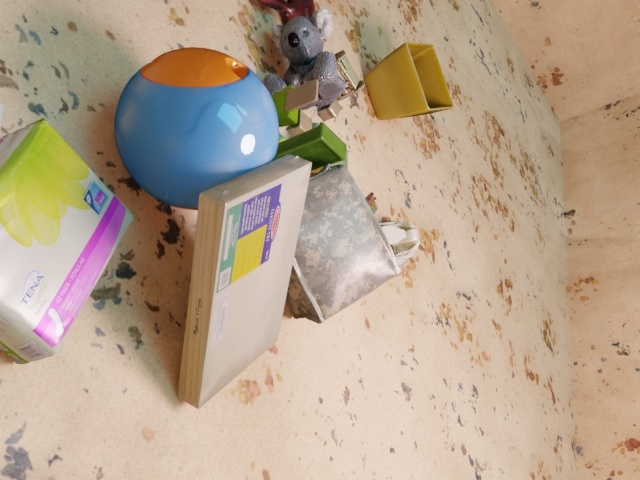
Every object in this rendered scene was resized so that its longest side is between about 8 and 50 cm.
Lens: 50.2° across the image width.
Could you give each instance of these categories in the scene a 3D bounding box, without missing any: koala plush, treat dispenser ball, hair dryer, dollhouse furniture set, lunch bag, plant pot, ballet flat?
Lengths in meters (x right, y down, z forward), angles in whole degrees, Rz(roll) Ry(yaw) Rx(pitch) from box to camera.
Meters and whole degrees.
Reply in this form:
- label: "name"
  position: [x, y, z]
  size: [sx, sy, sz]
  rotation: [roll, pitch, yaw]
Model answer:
- label: "koala plush"
  position: [-0.039, -0.456, 1.704]
  size: [0.203, 0.196, 0.221]
  rotation: [0, 75, -67]
- label: "treat dispenser ball"
  position: [-0.218, -0.196, 1.220]
  size: [0.288, 0.288, 0.288]
  rotation: [29, 53, -46]
- label: "hair dryer"
  position: [-0.106, -0.612, 1.792]
  size: [0.223, 0.080, 0.293]
  rotation: [-43, 105, -38]
- label: "dollhouse furniture set"
  position: [0.021, -0.447, 1.844]
  size: [0.182, 0.101, 0.161]
  rotation: [52, 38, -27]
- label: "lunch bag"
  position: [0.000, 0.000, 1.485]
  size: [0.235, 0.169, 0.287]
  rotation: [-30, 103, -24]
- label: "plant pot"
  position: [0.264, -0.477, 2.127]
  size: [0.212, 0.187, 0.212]
  rotation: [-21, 92, -57]
- label: "dollhouse furniture set"
  position: [0.030, -0.221, 1.615]
  size: [0.301, 0.151, 0.197]
  rotation: [36, 47, -45]
- label: "ballet flat"
  position: [0.192, 0.003, 1.856]
  size: [0.400, 0.139, 0.139]
  rotation: [-2, 77, -56]

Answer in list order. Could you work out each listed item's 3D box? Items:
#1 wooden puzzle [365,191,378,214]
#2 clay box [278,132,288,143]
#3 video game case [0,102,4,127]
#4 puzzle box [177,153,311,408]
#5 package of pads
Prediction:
- label: "wooden puzzle"
  position: [0.144, -0.101, 1.944]
  size: [0.049, 0.006, 0.083]
  rotation: [61, 35, -16]
- label: "clay box"
  position: [-0.083, -0.153, 1.603]
  size: [0.127, 0.053, 0.222]
  rotation: [34, 50, -43]
- label: "video game case"
  position: [-0.538, -0.158, 0.988]
  size: [0.143, 0.019, 0.157]
  rotation: [24, 56, -48]
- label: "puzzle box"
  position: [-0.134, 0.067, 1.218]
  size: [0.272, 0.052, 0.409]
  rotation: [-34, 141, -55]
- label: "package of pads"
  position: [-0.423, -0.006, 0.990]
  size: [0.229, 0.101, 0.296]
  rotation: [54, 36, -36]
